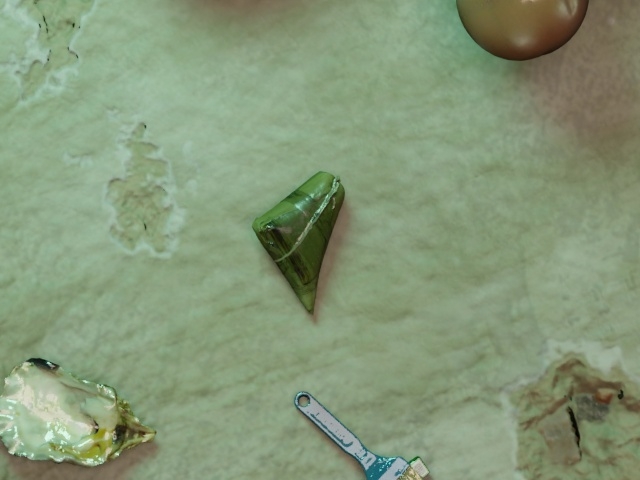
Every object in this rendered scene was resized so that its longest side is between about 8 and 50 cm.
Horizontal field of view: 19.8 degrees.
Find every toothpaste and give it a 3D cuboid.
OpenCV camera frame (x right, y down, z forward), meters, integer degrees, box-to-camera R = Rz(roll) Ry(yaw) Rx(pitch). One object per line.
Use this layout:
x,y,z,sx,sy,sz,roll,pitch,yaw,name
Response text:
0.070,0.248,1.834,0.083,0.017,0.020,-36,93,-7,toothpaste

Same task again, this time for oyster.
-0.248,0.167,1.781,0.146,0.045,0.121,-22,94,-1,oyster

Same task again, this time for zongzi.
0.000,0.000,1.824,0.104,0.052,0.113,-37,106,-13,zongzi

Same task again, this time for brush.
0.037,0.209,1.822,0.164,0.014,0.051,43,80,6,brush

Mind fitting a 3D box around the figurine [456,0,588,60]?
0.157,-0.393,1.729,0.277,0.248,0.388,-40,121,3,figurine
